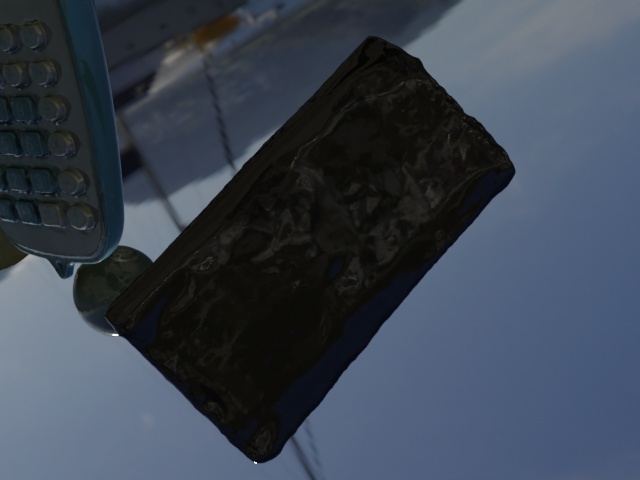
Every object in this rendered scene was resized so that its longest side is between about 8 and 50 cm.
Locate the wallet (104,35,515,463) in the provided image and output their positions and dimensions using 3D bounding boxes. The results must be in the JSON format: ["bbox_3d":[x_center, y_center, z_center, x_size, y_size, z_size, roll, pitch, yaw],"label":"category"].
[{"bbox_3d":[0.000,0.000,0.940,0.285,0.146,0.030,-48,-171,-20],"label":"wallet"}]

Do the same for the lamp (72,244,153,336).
[{"bbox_3d":[-0.225,0.056,1.580,0.105,0.105,0.105,-31,-172,5],"label":"lamp"}]

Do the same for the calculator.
[{"bbox_3d":[-0.260,-0.152,1.229,0.054,0.386,0.256,-18,-165,-36],"label":"calculator"}]

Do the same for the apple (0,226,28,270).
[{"bbox_3d":[-0.398,-0.106,1.585,0.292,0.254,0.292,-40,-144,39],"label":"apple"}]
